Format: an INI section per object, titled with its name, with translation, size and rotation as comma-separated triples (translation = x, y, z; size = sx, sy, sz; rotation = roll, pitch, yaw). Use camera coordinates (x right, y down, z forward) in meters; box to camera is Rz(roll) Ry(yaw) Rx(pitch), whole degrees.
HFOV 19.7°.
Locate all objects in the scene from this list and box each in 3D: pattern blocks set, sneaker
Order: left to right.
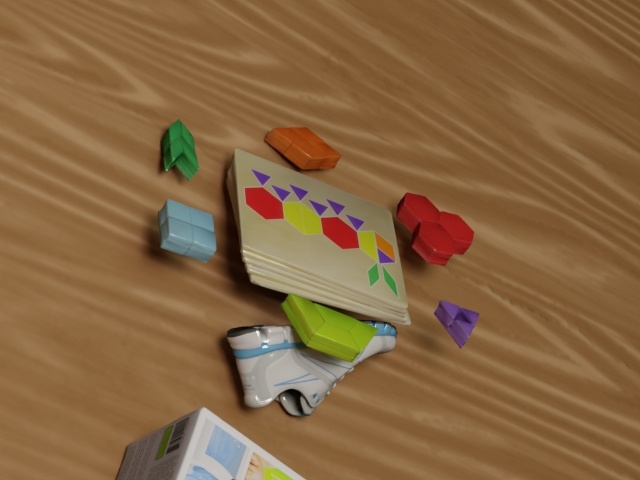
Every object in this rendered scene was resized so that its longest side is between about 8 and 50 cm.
[sneaker]
translation = -0.006, 0.110, 1.606
size = 0.191, 0.071, 0.083
rotation = -4, 89, -44
[pattern blocks set]
translation = 0.000, 0.000, 1.633
size = 0.325, 0.026, 0.285
rotation = 27, 34, -17

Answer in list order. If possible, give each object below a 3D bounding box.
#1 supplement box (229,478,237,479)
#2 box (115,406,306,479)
[supplement box]
translation = -0.034, 0.383, 1.291
size = 0.356, 0.194, 0.195
rotation = 49, 27, -12
[box]
translation = -0.061, 0.242, 1.441
size = 0.203, 0.103, 0.114
rotation = 37, 47, -23
